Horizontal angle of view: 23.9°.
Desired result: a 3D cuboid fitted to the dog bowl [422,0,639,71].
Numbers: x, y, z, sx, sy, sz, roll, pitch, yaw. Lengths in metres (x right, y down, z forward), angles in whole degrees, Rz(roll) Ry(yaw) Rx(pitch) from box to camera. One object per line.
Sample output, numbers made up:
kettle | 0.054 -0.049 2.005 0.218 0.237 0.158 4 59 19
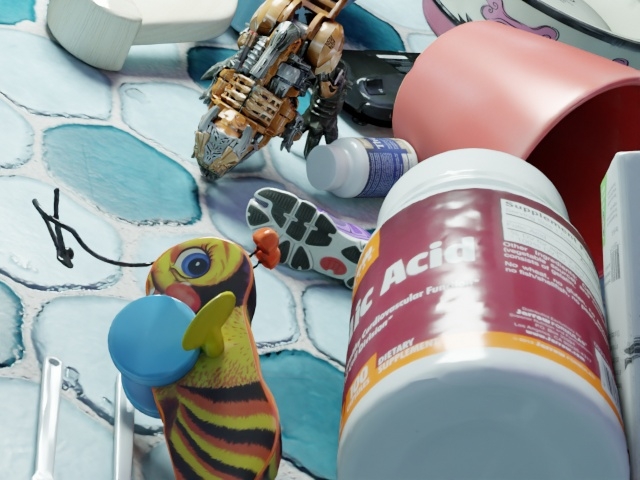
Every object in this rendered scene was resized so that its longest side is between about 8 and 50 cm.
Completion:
dog bowl | 0.330 -0.339 2.238 0.408 0.150 0.408 21 29 -12

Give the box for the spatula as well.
spatula | -0.201 0.155 1.122 0.168 0.019 0.242 18 26 -16

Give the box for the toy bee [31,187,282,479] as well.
toy bee | -0.088 0.061 1.162 0.162 0.195 0.298 -25 87 -10

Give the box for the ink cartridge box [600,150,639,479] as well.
ink cartridge box | 0.303 0.071 1.271 0.115 0.273 0.198 -3 -5 6

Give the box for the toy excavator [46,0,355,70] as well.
toy excavator | -0.108 -0.342 1.834 0.433 0.222 0.445 14 40 -22

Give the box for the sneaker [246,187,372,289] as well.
sneaker | 0.000 0.000 1.514 0.170 0.068 0.071 29 12 -16

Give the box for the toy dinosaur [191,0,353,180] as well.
toy dinosaur | -0.026 -0.190 1.604 0.322 0.218 0.164 -36 79 -14

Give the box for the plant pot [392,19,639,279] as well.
plant pot | 0.225 -0.110 1.687 0.275 0.275 0.243 1 30 -40

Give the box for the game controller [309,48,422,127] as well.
game controller | 0.121 -0.195 1.933 0.319 0.067 0.166 -4 27 -45

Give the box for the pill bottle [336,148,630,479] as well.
pill bottle | 0.134 0.089 1.298 0.224 0.224 0.392 23 29 -9

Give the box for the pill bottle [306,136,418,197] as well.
pill bottle | 0.044 -0.080 1.655 0.120 0.067 0.067 -2 41 -43
